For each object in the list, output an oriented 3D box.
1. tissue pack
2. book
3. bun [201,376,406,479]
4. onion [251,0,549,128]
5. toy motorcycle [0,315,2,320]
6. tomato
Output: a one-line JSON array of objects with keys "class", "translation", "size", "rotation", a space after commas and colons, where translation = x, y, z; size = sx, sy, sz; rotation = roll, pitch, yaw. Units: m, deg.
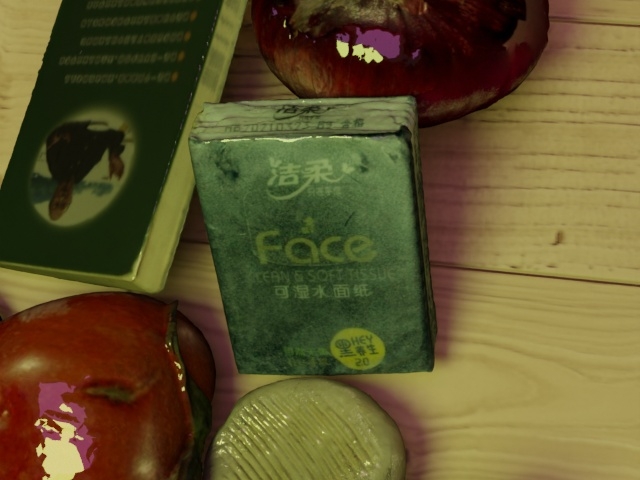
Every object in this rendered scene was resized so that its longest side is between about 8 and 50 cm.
[{"class": "tissue pack", "translation": [0.000, 0.000, 1.121], "size": [0.185, 0.257, 0.081], "rotation": [-2, 36, 10]}, {"class": "book", "translation": [-0.189, -0.141, 1.220], "size": [0.260, 0.043, 0.371], "rotation": [7, 77, 44]}, {"class": "bun", "translation": [-0.012, 0.212, 1.142], "size": [0.183, 0.102, 0.183], "rotation": [-9, 55, 13]}, {"class": "onion", "translation": [0.071, -0.186, 1.191], "size": [0.272, 0.195, 0.272], "rotation": [4, 45, -4]}, {"class": "toy motorcycle", "translation": [-0.455, 0.032, 1.251], "size": [0.196, 0.125, 0.331], "rotation": [-38, 79, -1]}, {"class": "tomato", "translation": [-0.243, 0.155, 1.116], "size": [0.309, 0.170, 0.309], "rotation": [-13, 48, 15]}]
